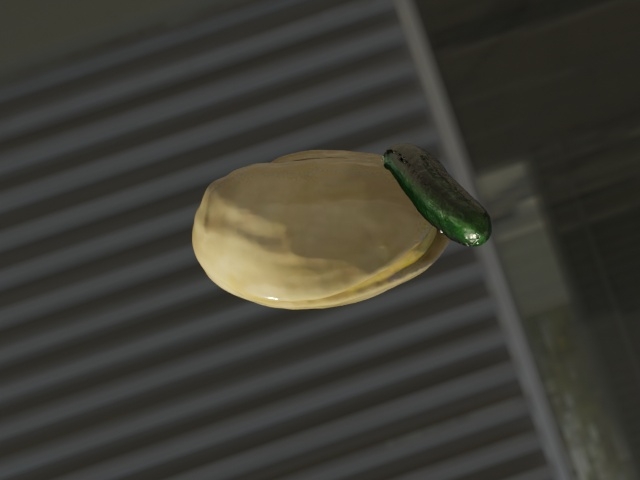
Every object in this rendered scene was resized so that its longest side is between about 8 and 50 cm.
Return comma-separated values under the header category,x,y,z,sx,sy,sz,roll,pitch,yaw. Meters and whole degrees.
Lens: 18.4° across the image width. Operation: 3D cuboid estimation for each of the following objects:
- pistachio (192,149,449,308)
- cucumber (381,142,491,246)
category,x,y,z,sx,sy,sz,roll,pitch,yaw
pistachio,0.000,0.000,1.535,0.200,0.145,0.117,3,143,11
cucumber,0.072,-0.034,1.282,0.033,0.036,0.184,-39,-156,2
